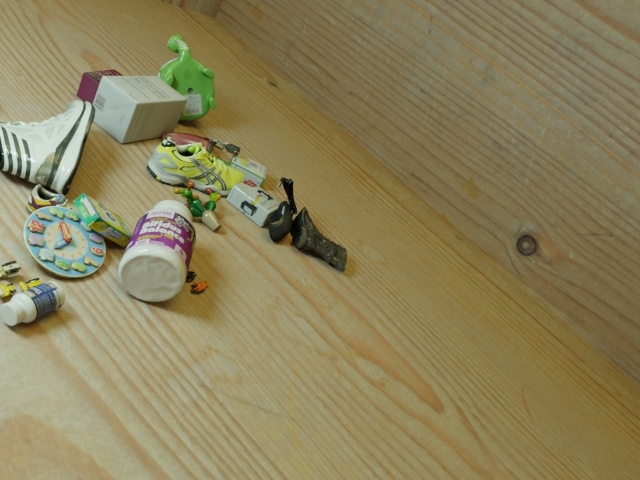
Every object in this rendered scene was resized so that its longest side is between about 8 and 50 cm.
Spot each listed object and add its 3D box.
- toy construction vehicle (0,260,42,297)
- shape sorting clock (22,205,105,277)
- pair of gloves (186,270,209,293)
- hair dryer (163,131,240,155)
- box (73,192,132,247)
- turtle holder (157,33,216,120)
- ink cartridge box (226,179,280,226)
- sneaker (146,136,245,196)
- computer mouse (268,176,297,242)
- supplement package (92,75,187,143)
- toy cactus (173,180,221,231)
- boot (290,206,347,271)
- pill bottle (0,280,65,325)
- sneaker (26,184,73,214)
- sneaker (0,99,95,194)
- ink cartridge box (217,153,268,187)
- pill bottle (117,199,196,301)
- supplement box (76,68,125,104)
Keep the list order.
[{"bbox_3d":[-0.692,0.094,1.219,0.086,0.035,0.098,50,32,7],"label":"toy construction vehicle"},{"bbox_3d":[-0.637,0.001,1.362,0.206,0.040,0.206,30,38,-28],"label":"shape sorting clock"},{"bbox_3d":[-0.365,0.119,1.552,0.083,0.010,0.074,36,28,11],"label":"pair of gloves"},{"bbox_3d":[-0.491,-0.382,2.191,0.293,0.080,0.223,8,10,-38],"label":"hair dryer"},{"bbox_3d":[-0.581,-0.048,1.480,0.105,0.043,0.179,49,-3,27],"label":"box"},{"bbox_3d":[-0.602,-0.677,2.315,0.227,0.243,0.320,34,-20,49],"label":"turtle holder"},{"bbox_3d":[-0.244,-0.141,2.046,0.175,0.072,0.127,37,26,9],"label":"ink cartridge box"},{"bbox_3d":[-0.425,-0.266,1.974,0.384,0.147,0.145,6,36,-45],"label":"sneaker"},{"bbox_3d":[-0.130,-0.122,2.002,0.060,0.184,0.262,0,31,18],"label":"computer mouse"},{"bbox_3d":[-0.682,-0.500,2.045,0.175,0.178,0.293,38,27,10],"label":"supplement package"},{"bbox_3d":[-0.395,-0.113,1.825,0.180,0.112,0.219,49,20,8],"label":"toy cactus"},{"bbox_3d":[0.000,0.000,2.087,0.229,0.091,0.263,29,31,-21],"label":"boot"},{"bbox_3d":[-0.624,0.137,1.175,0.067,0.067,0.120,38,27,8],"label":"pill bottle"},{"bbox_3d":[-0.686,-0.074,1.438,0.185,0.084,0.070,29,27,-8],"label":"sneaker"},{"bbox_3d":[-0.834,-0.333,1.611,0.257,0.169,0.448,21,32,-27],"label":"sneaker"},{"bbox_3d":[-0.325,-0.302,2.235,0.209,0.062,0.109,26,28,-13],"label":"ink cartridge box"},{"bbox_3d":[-0.432,0.014,1.480,0.169,0.169,0.302,24,28,-18],"label":"pill bottle"},{"bbox_3d":[-0.843,-0.596,2.110,0.080,0.104,0.188,34,27,3],"label":"supplement box"}]
